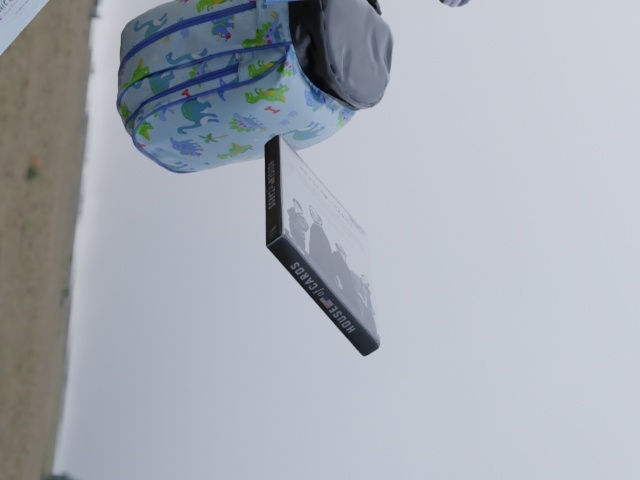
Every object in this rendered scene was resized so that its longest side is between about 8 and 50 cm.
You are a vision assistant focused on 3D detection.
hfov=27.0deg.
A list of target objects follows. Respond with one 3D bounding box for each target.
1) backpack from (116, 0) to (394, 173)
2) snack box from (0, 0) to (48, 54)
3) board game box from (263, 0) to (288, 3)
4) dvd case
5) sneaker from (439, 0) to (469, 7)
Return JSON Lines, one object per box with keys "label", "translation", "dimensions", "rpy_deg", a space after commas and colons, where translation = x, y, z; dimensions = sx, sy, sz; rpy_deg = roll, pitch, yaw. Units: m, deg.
{"label": "backpack", "translation": [-0.112, -0.231, 1.829], "dimensions": [0.290, 0.356, 0.273], "rpy_deg": [34, 63, -66]}
{"label": "snack box", "translation": [-0.245, -0.172, 1.012], "dimensions": [0.141, 0.037, 0.100], "rpy_deg": [-54, -159, -18]}
{"label": "board game box", "translation": [0.014, -0.341, 1.496], "dimensions": [0.211, 0.160, 0.039], "rpy_deg": [99, -17, -71]}
{"label": "dvd case", "translation": [0.000, 0.000, 1.498], "dimensions": [0.030, 0.179, 0.238], "rpy_deg": [-33, -154, 15]}
{"label": "sneaker", "translation": [0.251, -0.356, 1.457], "dimensions": [0.282, 0.153, 0.099], "rpy_deg": [-61, -172, 3]}
